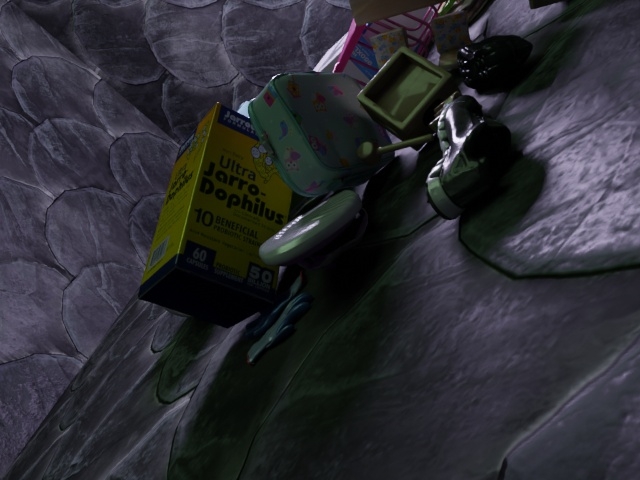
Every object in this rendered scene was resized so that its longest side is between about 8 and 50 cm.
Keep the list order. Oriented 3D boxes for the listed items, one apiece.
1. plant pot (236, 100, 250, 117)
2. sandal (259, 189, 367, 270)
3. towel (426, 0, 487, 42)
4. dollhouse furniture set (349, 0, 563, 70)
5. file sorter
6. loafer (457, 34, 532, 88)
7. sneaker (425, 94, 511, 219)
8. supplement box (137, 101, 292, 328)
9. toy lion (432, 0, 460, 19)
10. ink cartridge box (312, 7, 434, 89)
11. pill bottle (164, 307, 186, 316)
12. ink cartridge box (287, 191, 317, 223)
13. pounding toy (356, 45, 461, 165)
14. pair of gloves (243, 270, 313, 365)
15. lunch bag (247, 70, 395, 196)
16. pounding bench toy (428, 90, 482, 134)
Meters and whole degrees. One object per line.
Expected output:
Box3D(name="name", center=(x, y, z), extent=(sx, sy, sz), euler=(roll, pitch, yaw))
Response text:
Box3D(name="plant pot", center=(-0.249, -0.368, 2.438), extent=(0.247, 0.252, 0.248), euler=(-39, 17, 35))
Box3D(name="sandal", center=(0.013, -0.008, 1.081), extent=(0.169, 0.102, 0.416), euler=(-30, 5, 11))
Box3D(name="towel", center=(0.390, -0.627, 1.639), extent=(0.282, 0.049, 0.187), euler=(-52, 15, -11))
Box3D(name="dollhouse furniture set", center=(0.233, -0.500, 1.204), extent=(0.394, 0.362, 0.256), euler=(-10, 28, 19))
Box3D(name="file sorter", center=(0.176, -0.523, 1.585), extent=(0.202, 0.182, 0.290), euler=(123, 167, -55))
Box3D(name="loafer", center=(0.284, -0.298, 1.082), extent=(0.078, 0.076, 0.223), euler=(-18, 11, 0))
Box3D(name="sneaker", center=(0.207, -0.129, 0.854), extent=(0.106, 0.078, 0.234), euler=(-33, 25, 40))
Box3D(name="supplement box", center=(-0.188, -0.044, 1.250), extent=(0.195, 0.194, 0.356), euler=(-33, 42, 49))
Box3D(name="toy lion", center=(0.312, -0.586, 1.617), extent=(0.096, 0.034, 0.100), euler=(-52, 13, 31))
Box3D(name="ink cartridge box", center=(0.125, -0.537, 1.945), extent=(0.395, 0.166, 0.285), euler=(-28, 25, 55))
Box3D(name="pill bottle", center=(-0.337, 0.096, 1.661), extent=(0.176, 0.176, 0.318), euler=(-50, 15, -4))
Box3D(name="ink cartridge box", center=(-0.055, -0.099, 1.361), extent=(0.189, 0.097, 0.255), euler=(-43, 0, 36))
Box3D(name="pounding toy", center=(0.152, -0.207, 1.155), extent=(0.206, 0.094, 0.181), euler=(-48, 56, 2))
Box3D(name="pair of gloves", center=(-0.076, 0.130, 1.117), extent=(0.159, 0.023, 0.198), euler=(-47, 14, 8))
Box3D(name="lunch bag", center=(0.007, -0.194, 1.201), extent=(0.108, 0.224, 0.279), euler=(-33, -9, 39))
Box3D(name="pounding bench toy", center=(0.224, -0.203, 1.031), extent=(0.083, 0.052, 0.065), euler=(-37, 18, 39))
